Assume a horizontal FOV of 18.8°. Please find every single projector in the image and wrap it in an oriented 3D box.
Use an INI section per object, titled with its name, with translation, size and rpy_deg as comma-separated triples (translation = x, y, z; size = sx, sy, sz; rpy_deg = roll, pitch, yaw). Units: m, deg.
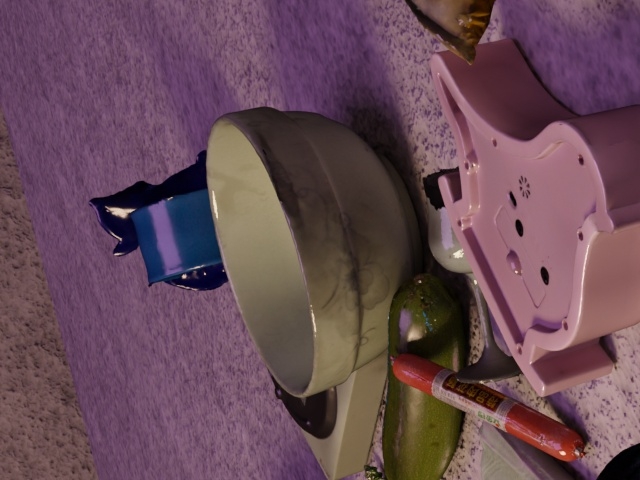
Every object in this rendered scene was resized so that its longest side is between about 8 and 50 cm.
[projector]
translation = -0.014, 0.117, 2.279
size = 0.259, 0.079, 0.257
rpy_deg = 98, 149, -50

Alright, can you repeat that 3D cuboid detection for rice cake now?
[rice cake]
translation = 0.212, 0.239, 1.812
size = 0.222, 0.042, 0.080
rpy_deg = -135, 40, -56

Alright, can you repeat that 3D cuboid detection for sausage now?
[sausage]
translation = 0.154, 0.154, 1.827
size = 0.253, 0.034, 0.034
rpy_deg = 22, 126, 43

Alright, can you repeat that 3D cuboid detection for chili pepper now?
[chili pepper]
translation = 0.074, 0.294, 2.249
size = 0.083, 0.022, 0.027
rpy_deg = 65, 156, 17

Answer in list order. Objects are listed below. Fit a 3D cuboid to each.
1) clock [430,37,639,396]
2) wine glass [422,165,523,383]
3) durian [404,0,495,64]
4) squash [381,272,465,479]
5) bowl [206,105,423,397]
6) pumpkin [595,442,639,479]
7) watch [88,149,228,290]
[clock]
translation = 0.188, -0.059, 1.619
size = 0.275, 0.080, 0.290
rpy_deg = 109, 141, -56
[wine glass]
translation = 0.145, 0.029, 1.794
size = 0.079, 0.079, 0.196
rpy_deg = -169, 65, -68
[durian]
translation = 0.121, -0.295, 1.550
size = 0.196, 0.185, 0.305
rpy_deg = -61, 33, 25
[squash]
translation = 0.104, 0.172, 1.995
size = 0.087, 0.087, 0.332
rpy_deg = -125, 29, -44
[bowl]
translation = 0.000, 0.000, 2.039
size = 0.307, 0.163, 0.307
rpy_deg = 165, 90, -70
[pumpkin]
translation = 0.275, 0.252, 1.493
size = 0.202, 0.140, 0.202
rpy_deg = 171, 90, -79
[watch]
translation = -0.162, -0.015, 2.435
size = 0.171, 0.196, 0.200
rpy_deg = 67, 168, -2
